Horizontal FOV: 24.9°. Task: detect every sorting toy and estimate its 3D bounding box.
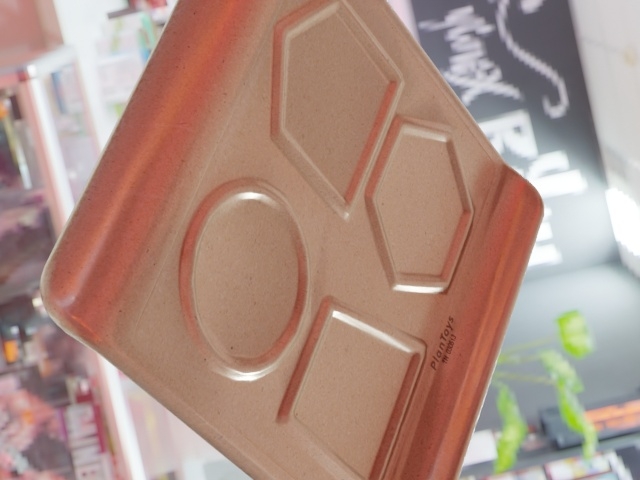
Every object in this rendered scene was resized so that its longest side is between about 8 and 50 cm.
[{"bbox_3d":[0.000,0.000,0.552,0.208,0.038,0.193,44,56,-37],"label":"sorting toy"}]
